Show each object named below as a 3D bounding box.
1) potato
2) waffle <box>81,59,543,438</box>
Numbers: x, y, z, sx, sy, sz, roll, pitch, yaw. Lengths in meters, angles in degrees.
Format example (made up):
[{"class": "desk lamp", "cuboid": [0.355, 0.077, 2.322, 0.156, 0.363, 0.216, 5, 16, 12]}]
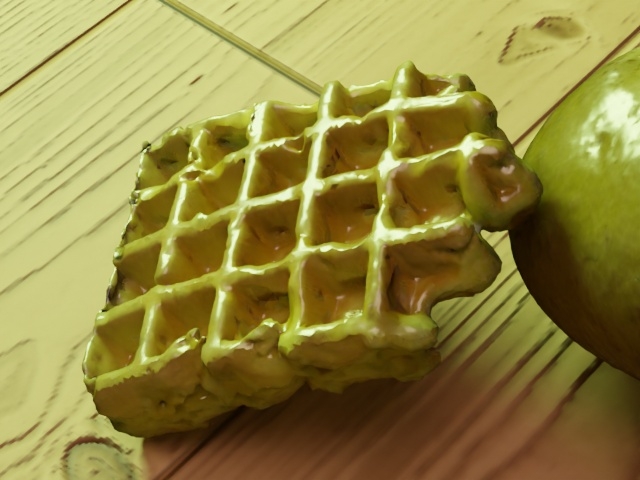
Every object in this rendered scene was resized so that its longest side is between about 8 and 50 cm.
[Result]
[{"class": "potato", "cuboid": [0.161, -0.013, 0.656, 0.158, 0.178, 0.203, 3, 71, 29]}, {"class": "waffle", "cuboid": [0.000, 0.000, 0.663, 0.211, 0.055, 0.160, -14, 47, 28]}]
